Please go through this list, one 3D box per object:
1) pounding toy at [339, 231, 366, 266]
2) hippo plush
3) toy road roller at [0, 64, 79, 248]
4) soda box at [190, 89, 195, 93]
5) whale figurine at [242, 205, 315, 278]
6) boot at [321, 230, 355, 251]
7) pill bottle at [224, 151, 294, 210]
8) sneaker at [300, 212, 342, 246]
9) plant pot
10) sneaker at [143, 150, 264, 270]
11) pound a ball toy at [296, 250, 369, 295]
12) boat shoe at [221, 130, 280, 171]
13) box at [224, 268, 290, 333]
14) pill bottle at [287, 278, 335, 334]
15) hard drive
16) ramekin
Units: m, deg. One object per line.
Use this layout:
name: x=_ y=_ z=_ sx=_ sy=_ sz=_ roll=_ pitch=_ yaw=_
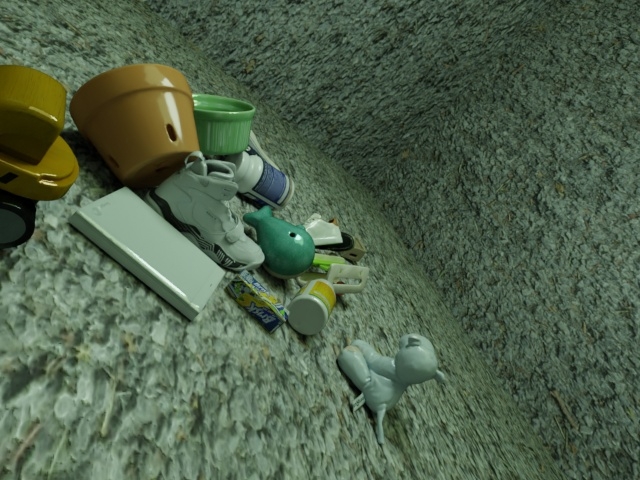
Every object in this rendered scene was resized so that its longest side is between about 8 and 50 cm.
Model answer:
pounding toy: x=0.148 y=0.051 z=2.027 sx=0.141 sy=0.100 sz=0.130 roll=20 pitch=29 yaw=-35
hippo plush: x=0.202 y=0.348 z=1.201 sx=0.234 sy=0.236 sz=0.294 roll=49 pitch=17 yaw=7
toy road roller: x=-0.527 y=-0.166 z=0.613 sx=0.329 sy=0.240 sz=0.203 roll=29 pitch=24 yaw=-45
soda box: x=-0.537 y=-0.591 z=1.858 sx=0.183 sy=0.063 sz=0.058 roll=36 pitch=19 yaw=-30
whale figurine: x=-0.130 y=-0.013 z=1.314 sx=0.216 sy=0.141 sz=0.272 roll=-25 pitch=66 yaw=-31
boot: x=-0.001 y=0.002 z=1.626 sx=0.236 sy=0.086 sz=0.178 roll=9 pitch=6 yaw=24
pill bottle: x=-0.236 y=-0.228 z=1.602 sx=0.264 sy=0.153 sz=0.153 roll=29 pitch=24 yaw=-45
sneaker: x=-0.060 y=-0.030 z=1.495 sx=0.289 sy=0.105 sz=0.123 roll=-5 pitch=82 yaw=-34
plant pot: x=-0.433 y=-0.262 z=1.053 sx=0.204 sy=0.290 sz=0.291 roll=66 pitch=19 yaw=4
sneaker: x=-0.250 y=-0.069 z=1.108 sx=0.365 sy=0.210 sz=0.137 roll=36 pitch=20 yaw=-32
pound a ball toy: x=0.026 y=0.123 z=1.534 sx=0.208 sy=0.136 sz=0.319 roll=21 pitch=5 yaw=32
boat shoe: x=-0.285 y=-0.294 z=1.747 sx=0.341 sy=0.127 sz=0.158 roll=54 pitch=47 yaw=-37
box: x=-0.160 y=0.154 z=1.078 sx=0.169 sy=0.059 sz=0.054 roll=45 pitch=18 yaw=-5
pill bottle: x=-0.018 y=0.185 z=1.251 sx=0.117 sy=0.117 sz=0.208 roll=46 pitch=17 yaw=-1
hard drive: x=-0.362 y=0.021 z=0.934 sx=0.307 sy=0.040 sz=0.203 roll=43 pitch=17 yaw=-12
ramekin: x=-0.381 y=-0.403 z=1.459 sx=0.302 sy=0.148 sz=0.303 roll=8 pitch=26 yaw=-4
